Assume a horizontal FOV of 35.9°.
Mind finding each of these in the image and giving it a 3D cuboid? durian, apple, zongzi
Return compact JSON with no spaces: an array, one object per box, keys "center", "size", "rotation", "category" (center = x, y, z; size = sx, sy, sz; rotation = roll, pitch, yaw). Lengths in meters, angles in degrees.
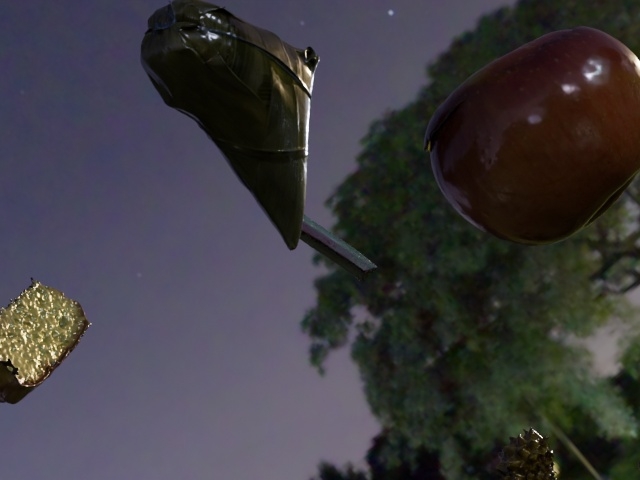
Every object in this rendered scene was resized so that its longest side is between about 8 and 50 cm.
[{"center":[0.283,0.370,1.419],"size":[0.078,0.140,0.224],"rotation":[-7,-56,-12],"category":"durian"},{"center":[0.254,-0.112,1.101],"size":[0.251,0.206,0.272],"rotation":[-37,-9,17],"category":"apple"},{"center":[-0.109,-0.139,1.201],"size":[0.125,0.274,0.251],"rotation":[-11,-18,39],"category":"zongzi"}]

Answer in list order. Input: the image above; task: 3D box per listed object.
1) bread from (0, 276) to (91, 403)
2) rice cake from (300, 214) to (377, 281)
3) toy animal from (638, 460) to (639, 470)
[{"center":[-0.474,0.172,1.545],"size":[0.134,0.129,0.260],"rotation":[-45,7,19],"category":"bread"},{"center":[0.001,-0.001,1.566],"size":[0.033,0.207,0.033],"rotation":[-32,27,59],"category":"rice cake"},{"center":[0.510,0.341,1.336],"size":[0.099,0.057,0.241],"rotation":[-43,19,2],"category":"toy animal"}]
